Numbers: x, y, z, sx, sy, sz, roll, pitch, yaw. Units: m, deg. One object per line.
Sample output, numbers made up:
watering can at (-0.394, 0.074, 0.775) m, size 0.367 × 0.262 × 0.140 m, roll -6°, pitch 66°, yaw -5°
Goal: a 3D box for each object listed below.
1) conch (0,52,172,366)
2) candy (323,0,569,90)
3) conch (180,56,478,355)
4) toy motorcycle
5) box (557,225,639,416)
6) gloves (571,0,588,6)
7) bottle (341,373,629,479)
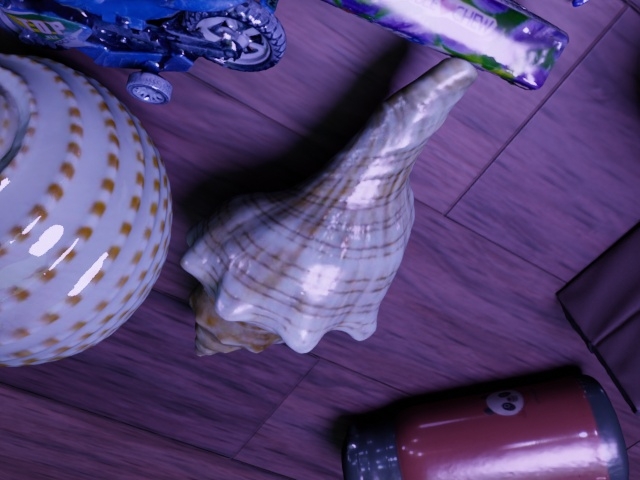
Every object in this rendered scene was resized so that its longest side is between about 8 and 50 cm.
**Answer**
conch at (-0.277, 0.002, 0.473) m, size 0.303 × 0.215 × 0.319 m, roll 10°, pitch 131°, yaw 7°
candy at (0.033, -0.198, 0.418) m, size 0.313 × 0.088 × 0.061 m, roll 20°, pitch 117°, yaw -14°
conch at (0.004, 0.013, 0.517) m, size 0.386 × 0.203 × 0.169 m, roll -28°, pitch 78°, yaw 30°
toy motorcycle at (-0.145, -0.171, 0.399) m, size 0.255 × 0.092 × 0.135 m, roll 9°, pitch 165°, yaw 13°
box at (0.417, 0.121, 0.599) m, size 0.252 × 0.188 × 0.153 m, roll 30°, pitch 117°, yaw -23°
gloves at (0.215, -0.227, 0.442) m, size 0.086 × 0.026 × 0.064 m, roll -33°, pitch 118°, yaw 25°
bottle at (0.194, 0.266, 0.723) m, size 0.336 × 0.144 × 0.144 m, roll -11°, pitch 125°, yaw 10°
